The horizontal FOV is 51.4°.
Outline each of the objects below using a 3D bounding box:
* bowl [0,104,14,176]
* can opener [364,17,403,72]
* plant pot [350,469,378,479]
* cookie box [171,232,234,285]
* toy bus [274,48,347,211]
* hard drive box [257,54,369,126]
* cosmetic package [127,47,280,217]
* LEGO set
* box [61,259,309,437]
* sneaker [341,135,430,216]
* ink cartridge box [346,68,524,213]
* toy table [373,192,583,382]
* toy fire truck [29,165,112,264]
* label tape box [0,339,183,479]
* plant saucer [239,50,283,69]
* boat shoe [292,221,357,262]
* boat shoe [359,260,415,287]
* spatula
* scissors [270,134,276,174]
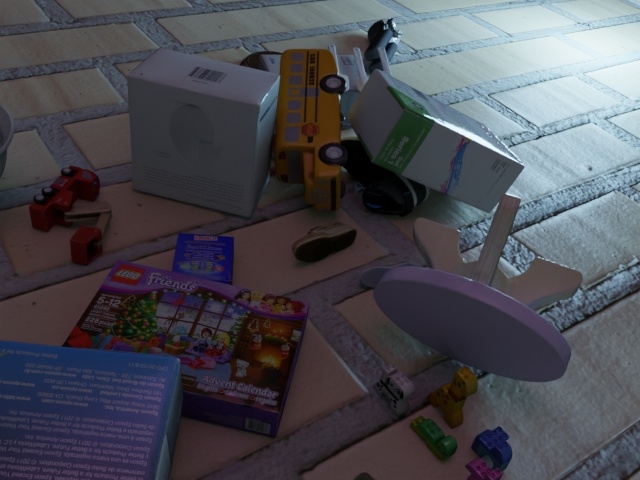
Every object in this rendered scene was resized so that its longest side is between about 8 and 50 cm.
[{"bbox_3d":[-0.638,-0.118,1.057,0.297,0.134,0.298,7,39,-5],"label":"bowl"},{"bbox_3d":[0.163,-0.524,1.791,0.093,0.074,0.280,-15,29,25],"label":"can opener"},{"bbox_3d":[0.041,0.329,0.685,0.109,0.096,0.109,36,45,29],"label":"plant pot"},{"bbox_3d":[-0.181,0.038,1.037,0.091,0.040,0.107,4,40,-7],"label":"cookie box"},{"bbox_3d":[-0.017,-0.214,1.252,0.130,0.108,0.333,1,55,0],"label":"toy bus"},{"bbox_3d":[-0.012,-0.341,1.499,0.232,0.089,0.181,-3,41,-17],"label":"hard drive box"},{"bbox_3d":[-0.202,-0.187,1.163,0.223,0.225,0.138,14,37,5],"label":"cosmetic package"},{"bbox_3d":[0.174,0.222,0.846,0.087,0.093,0.227,-19,47,-31],"label":"LEGO set"},{"bbox_3d":[-0.176,0.138,0.903,0.293,0.057,0.201,12,39,3],"label":"box"},{"bbox_3d":[0.092,-0.122,1.261,0.216,0.079,0.121,31,42,22],"label":"sneaker"},{"bbox_3d":[0.211,-0.185,1.248,0.278,0.117,0.201,20,27,-24],"label":"ink cartridge box"},{"bbox_3d":[0.233,0.071,0.955,0.274,0.252,0.161,27,58,8],"label":"toy table"},{"bbox_3d":[-0.395,-0.048,1.092,0.135,0.047,0.192,14,38,5],"label":"toy fire truck"},{"bbox_3d":[-0.290,0.277,0.660,0.248,0.115,0.348,7,50,-4],"label":"label tape box"},{"bbox_3d":[-0.117,-0.423,1.627,0.168,0.029,0.169,7,40,-5],"label":"plant saucer"},{"bbox_3d":[0.000,0.000,1.121,0.135,0.050,0.045,-14,40,-41],"label":"boat shoe"},{"bbox_3d":[0.105,0.051,1.094,0.100,0.035,0.035,-14,17,-21],"label":"boat shoe"},{"bbox_3d":[0.094,-0.380,1.489,0.168,0.019,0.242,1,39,-4],"label":"spatula"},{"bbox_3d":[-0.099,-0.216,1.388,0.108,0.021,0.297,-3,39,-12],"label":"scissors"}]
